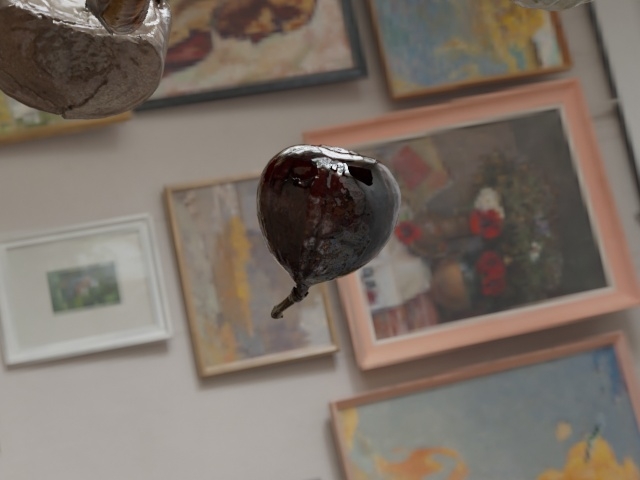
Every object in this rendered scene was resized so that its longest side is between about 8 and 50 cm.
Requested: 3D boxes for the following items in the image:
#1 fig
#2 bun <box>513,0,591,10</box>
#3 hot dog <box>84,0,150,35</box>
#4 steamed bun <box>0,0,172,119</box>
[{"bbox_3d":[-0.004,-0.009,1.665,0.186,0.203,0.249,31,74,-65],"label":"fig"},{"bbox_3d":[0.279,-0.393,1.566,0.175,0.263,0.263,116,-38,-61],"label":"bun"},{"bbox_3d":[-0.198,-0.300,1.295,0.144,0.075,0.268,-69,-166,-12],"label":"hot dog"},{"bbox_3d":[-0.398,-0.312,1.941,0.251,0.301,0.199,-105,-149,-55],"label":"steamed bun"}]
